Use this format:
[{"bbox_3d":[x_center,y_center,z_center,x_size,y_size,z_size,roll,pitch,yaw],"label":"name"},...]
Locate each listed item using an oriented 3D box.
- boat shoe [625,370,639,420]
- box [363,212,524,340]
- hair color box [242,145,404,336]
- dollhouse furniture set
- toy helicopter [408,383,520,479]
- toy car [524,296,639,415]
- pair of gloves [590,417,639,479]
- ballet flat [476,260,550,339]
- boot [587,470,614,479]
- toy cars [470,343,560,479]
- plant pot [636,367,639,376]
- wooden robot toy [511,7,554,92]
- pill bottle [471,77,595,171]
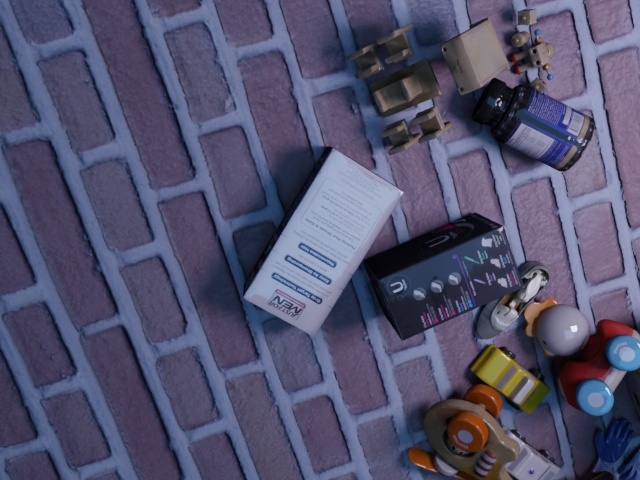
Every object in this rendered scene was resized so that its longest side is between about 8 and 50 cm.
[{"bbox_3d":[0.763,0.340,1.444,0.070,0.078,0.219,-22,111,3],"label":"boat shoe"},{"bbox_3d":[0.247,0.068,1.280,0.270,0.165,0.143,-24,103,-2],"label":"box"},{"bbox_3d":[0.000,0.000,1.268,0.174,0.105,0.347,31,96,-11],"label":"hair color box"},{"bbox_3d":[0.215,-0.319,1.208,0.242,0.161,0.212,-15,107,41],"label":"dollhouse furniture set"},{"bbox_3d":[0.355,0.510,1.375,0.235,0.140,0.355,-38,89,37],"label":"toy helicopter"},{"bbox_3d":[0.544,0.233,1.361,0.238,0.219,0.210,34,97,17],"label":"toy car"},{"bbox_3d":[0.740,0.515,1.502,0.198,0.023,0.159,23,96,-11],"label":"pair of gloves"},{"bbox_3d":[0.422,0.135,1.364,0.072,0.068,0.213,36,95,-12],"label":"ballet flat"},{"bbox_3d":[0.590,0.612,1.477,0.219,0.106,0.082,-33,100,-16],"label":"boot"},{"bbox_3d":[0.457,0.421,1.415,0.176,0.087,0.394,-12,102,-4],"label":"toy cars"},{"bbox_3d":[0.797,0.279,1.257,0.276,0.254,0.276,-7,114,-15],"label":"plant pot"},{"bbox_3d":[0.443,-0.390,1.277,0.079,0.076,0.173,-30,106,-36],"label":"wooden robot toy"},{"bbox_3d":[0.425,-0.238,1.256,0.219,0.123,0.123,27,97,0],"label":"pill bottle"}]
